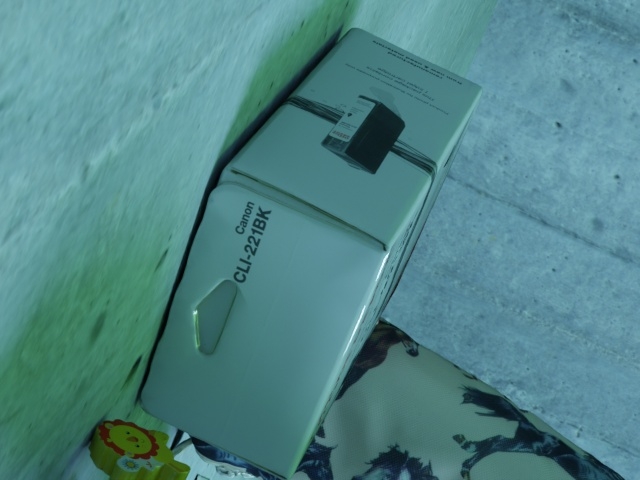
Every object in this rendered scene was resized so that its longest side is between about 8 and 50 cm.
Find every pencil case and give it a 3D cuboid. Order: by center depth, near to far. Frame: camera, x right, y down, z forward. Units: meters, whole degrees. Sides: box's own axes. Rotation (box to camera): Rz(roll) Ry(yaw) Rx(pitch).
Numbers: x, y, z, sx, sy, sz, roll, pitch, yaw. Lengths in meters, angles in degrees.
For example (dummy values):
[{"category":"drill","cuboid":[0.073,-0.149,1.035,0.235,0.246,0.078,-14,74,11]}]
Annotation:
[{"category":"pencil case","cuboid":[0.090,0.195,1.184,0.183,0.410,0.160,-60,175,24]}]

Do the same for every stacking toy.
[{"category":"stacking toy","cuboid":[-0.092,0.231,0.825,0.052,0.221,0.167,5,118,-39]}]

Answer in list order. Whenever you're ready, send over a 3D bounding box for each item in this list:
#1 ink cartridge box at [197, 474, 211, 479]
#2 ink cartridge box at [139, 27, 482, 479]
[{"category":"ink cartridge box","cuboid":[-0.149,0.326,1.496,0.145,0.045,0.179,82,15,-78]},{"category":"ink cartridge box","cuboid":[0.000,0.000,1.008,0.197,0.114,0.273,-68,173,31]}]
